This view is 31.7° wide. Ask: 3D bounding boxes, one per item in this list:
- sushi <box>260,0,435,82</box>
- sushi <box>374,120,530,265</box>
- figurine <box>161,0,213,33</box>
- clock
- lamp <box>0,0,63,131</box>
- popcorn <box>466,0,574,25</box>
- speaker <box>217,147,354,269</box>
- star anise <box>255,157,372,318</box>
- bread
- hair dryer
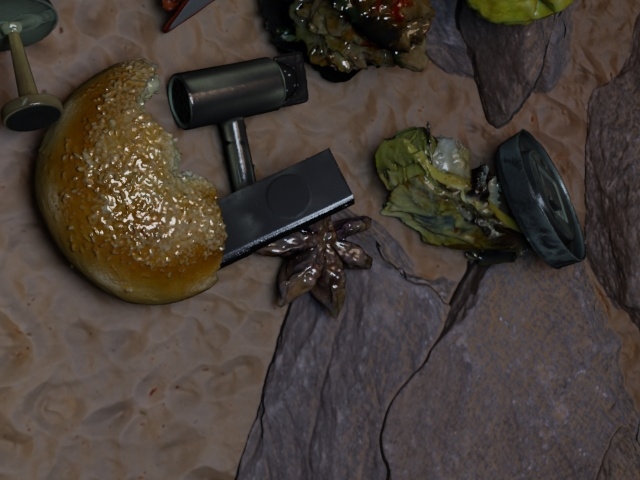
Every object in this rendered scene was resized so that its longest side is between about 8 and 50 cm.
[{"bbox_3d":[0.053,-0.346,1.579,0.238,0.219,0.225,-3,89,-31],"label":"sushi"},{"bbox_3d":[0.190,-0.064,1.690,0.291,0.139,0.131,35,61,-34],"label":"sushi"},{"bbox_3d":[-0.195,-0.433,1.492,0.183,0.160,0.226,-43,97,-29],"label":"figurine"},{"bbox_3d":[0.345,-0.062,1.756,0.226,0.049,0.226,46,29,-34],"label":"clock"},{"bbox_3d":[-0.370,-0.242,1.347,0.121,0.121,0.215,-6,71,-32],"label":"lamp"},{"bbox_3d":[0.306,-0.472,1.729,0.282,0.247,0.282,43,29,-31],"label":"popcorn"},{"bbox_3d":[-0.068,-0.038,1.494,0.218,0.044,0.082,-25,80,-2],"label":"speaker"},{"bbox_3d":[-0.011,0.009,1.568,0.212,0.073,0.197,44,66,-28],"label":"star anise"},{"bbox_3d":[-0.247,-0.065,1.385,0.192,0.171,0.314,-16,91,-36],"label":"bread"},{"bbox_3d":[-0.091,-0.123,1.552,0.195,0.078,0.248,-15,104,-26],"label":"hair dryer"}]
